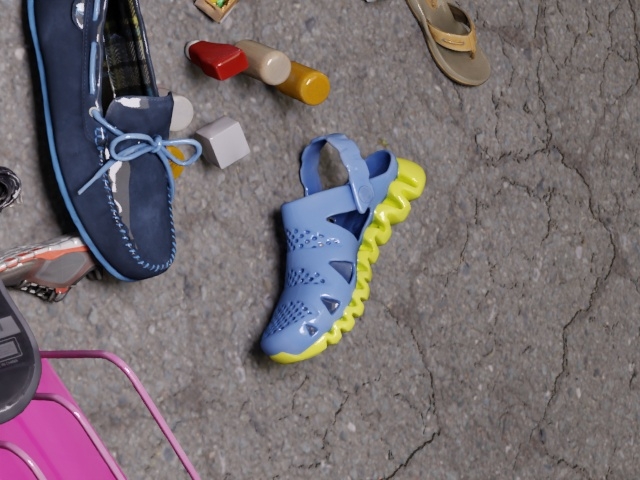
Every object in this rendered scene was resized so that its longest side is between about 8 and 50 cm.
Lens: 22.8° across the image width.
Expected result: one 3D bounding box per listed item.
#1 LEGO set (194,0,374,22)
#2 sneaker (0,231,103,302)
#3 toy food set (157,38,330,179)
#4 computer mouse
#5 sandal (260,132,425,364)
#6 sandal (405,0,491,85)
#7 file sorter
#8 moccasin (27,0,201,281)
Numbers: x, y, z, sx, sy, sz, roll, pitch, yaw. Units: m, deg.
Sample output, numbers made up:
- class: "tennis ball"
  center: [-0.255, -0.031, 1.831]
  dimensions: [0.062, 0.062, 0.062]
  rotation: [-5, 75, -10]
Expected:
- class: "LEGO set"
  center: [-0.014, -0.335, 1.834]
  dimensions: [0.287, 0.107, 0.132]
  rotation: [-14, 94, -40]
- class: "sneaker"
  center: [-0.280, 0.035, 1.612]
  dimensions: [0.158, 0.061, 0.065]
  rotation: [-17, 103, -39]
- class: "toy food set"
  center: [-0.117, -0.159, 1.761]
  dimensions: [0.232, 0.104, 0.111]
  rotation: [-33, 121, -18]
- class: "computer mouse"
  center: [-0.345, 0.063, 1.499]
  dimensions: [0.188, 0.072, 0.272]
  rotation: [-12, 64, -24]
- class: "sandal"
  center: [0.000, 0.000, 1.814]
  dimensions: [0.138, 0.126, 0.317]
  rotation: [42, 53, -25]
- class: "sandal"
  center: [0.166, -0.272, 2.013]
  dimensions: [0.072, 0.049, 0.180]
  rotation: [-45, 113, -33]
- class: "file sorter"
  center: [-0.285, 0.259, 1.503]
  dimensions: [0.290, 0.182, 0.202]
  rotation: [-43, 112, -34]
- class: "moccasin"
  center: [-0.209, -0.129, 1.615]
  dimensions: [0.137, 0.116, 0.342]
  rotation: [-23, 96, -59]
